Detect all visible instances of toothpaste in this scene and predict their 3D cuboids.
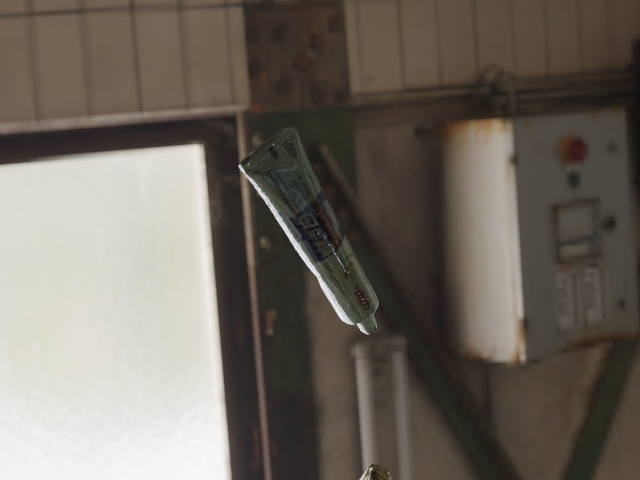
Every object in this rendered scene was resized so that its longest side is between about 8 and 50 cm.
[{"bbox_3d":[0.000,0.000,1.326,0.060,0.233,0.038,-40,-144,-14],"label":"toothpaste"}]

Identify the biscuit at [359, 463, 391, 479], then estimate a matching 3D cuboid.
[{"bbox_3d":[0.016,0.314,1.462,0.036,0.273,0.187,24,-139,-2],"label":"biscuit"}]
